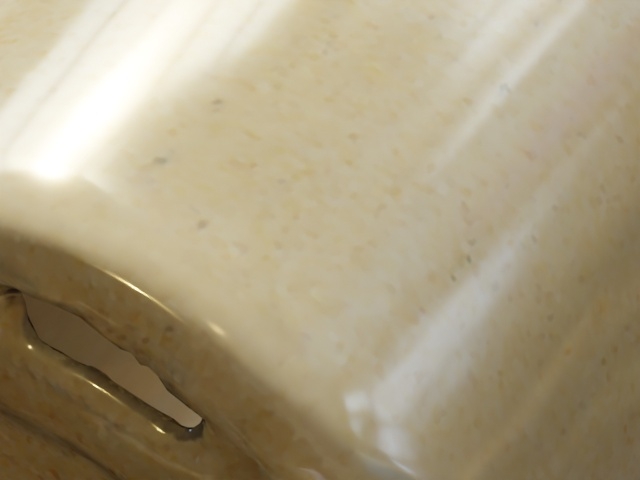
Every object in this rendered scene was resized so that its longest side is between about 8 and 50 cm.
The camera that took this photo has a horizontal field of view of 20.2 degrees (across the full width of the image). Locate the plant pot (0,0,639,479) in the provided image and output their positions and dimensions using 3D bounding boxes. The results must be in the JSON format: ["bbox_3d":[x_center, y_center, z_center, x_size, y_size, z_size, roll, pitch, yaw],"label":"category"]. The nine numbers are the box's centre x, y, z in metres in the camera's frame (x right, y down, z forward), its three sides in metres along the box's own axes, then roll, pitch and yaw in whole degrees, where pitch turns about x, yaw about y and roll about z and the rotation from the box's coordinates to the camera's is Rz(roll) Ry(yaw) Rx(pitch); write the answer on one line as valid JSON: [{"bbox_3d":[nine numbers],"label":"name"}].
[{"bbox_3d":[0.000,0.000,0.519,0.334,0.334,0.305,26,44,14],"label":"plant pot"}]
